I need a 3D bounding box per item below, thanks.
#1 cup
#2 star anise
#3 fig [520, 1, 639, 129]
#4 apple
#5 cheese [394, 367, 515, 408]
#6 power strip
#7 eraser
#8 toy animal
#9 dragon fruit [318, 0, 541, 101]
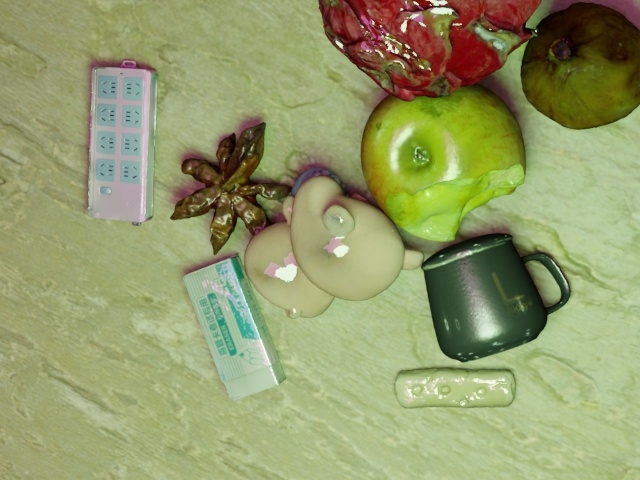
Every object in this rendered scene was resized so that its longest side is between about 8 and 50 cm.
[{"bbox_3d":[0.266,0.077,1.786,0.223,0.169,0.176,-18,83,-17],"label":"cup"},{"bbox_3d":[-0.151,-0.081,1.910,0.196,0.111,0.212,2,104,23],"label":"star anise"},{"bbox_3d":[0.370,-0.269,1.646,0.191,0.290,0.190,-4,71,13],"label":"fig"},{"bbox_3d":[0.178,-0.120,1.735,0.246,0.226,0.246,0,91,14],"label":"apple"},{"bbox_3d":[0.212,0.234,1.870,0.194,0.043,0.065,-4,91,19],"label":"cheese"},{"bbox_3d":[-0.332,-0.163,1.982,0.109,0.037,0.279,6,98,15],"label":"power strip"},{"bbox_3d":[-0.142,0.144,1.957,0.095,0.052,0.225,-21,91,16],"label":"eraser"},{"bbox_3d":[0.000,0.019,1.821,0.221,0.210,0.229,-55,46,7],"label":"toy animal"},{"bbox_3d":[0.148,-0.348,1.601,0.329,0.329,0.329,2,98,16],"label":"dragon fruit"}]
